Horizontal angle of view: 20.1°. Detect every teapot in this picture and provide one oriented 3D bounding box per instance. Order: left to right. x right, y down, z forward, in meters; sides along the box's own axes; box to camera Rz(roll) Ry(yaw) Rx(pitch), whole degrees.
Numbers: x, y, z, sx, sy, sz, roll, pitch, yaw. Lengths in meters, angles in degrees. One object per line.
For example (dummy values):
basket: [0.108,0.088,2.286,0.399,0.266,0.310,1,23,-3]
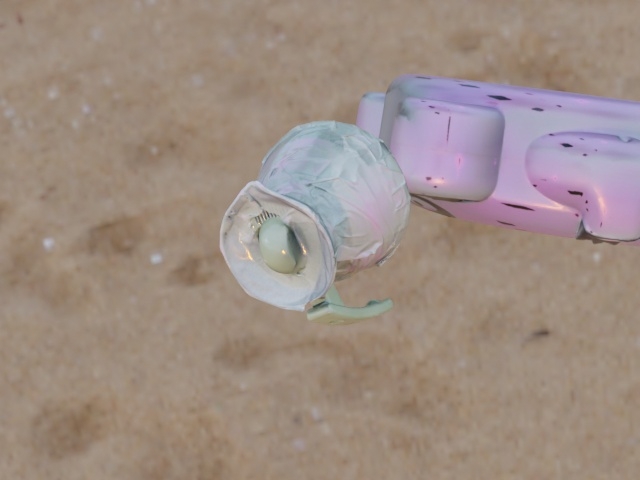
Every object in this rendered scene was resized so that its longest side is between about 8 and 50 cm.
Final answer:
teapot: [0.000,0.000,0.702,0.064,0.083,0.064,-15,17,35]

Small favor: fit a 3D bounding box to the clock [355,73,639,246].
clock: [0.151,-0.045,1.072,0.248,0.090,0.227,8,4,-8]
